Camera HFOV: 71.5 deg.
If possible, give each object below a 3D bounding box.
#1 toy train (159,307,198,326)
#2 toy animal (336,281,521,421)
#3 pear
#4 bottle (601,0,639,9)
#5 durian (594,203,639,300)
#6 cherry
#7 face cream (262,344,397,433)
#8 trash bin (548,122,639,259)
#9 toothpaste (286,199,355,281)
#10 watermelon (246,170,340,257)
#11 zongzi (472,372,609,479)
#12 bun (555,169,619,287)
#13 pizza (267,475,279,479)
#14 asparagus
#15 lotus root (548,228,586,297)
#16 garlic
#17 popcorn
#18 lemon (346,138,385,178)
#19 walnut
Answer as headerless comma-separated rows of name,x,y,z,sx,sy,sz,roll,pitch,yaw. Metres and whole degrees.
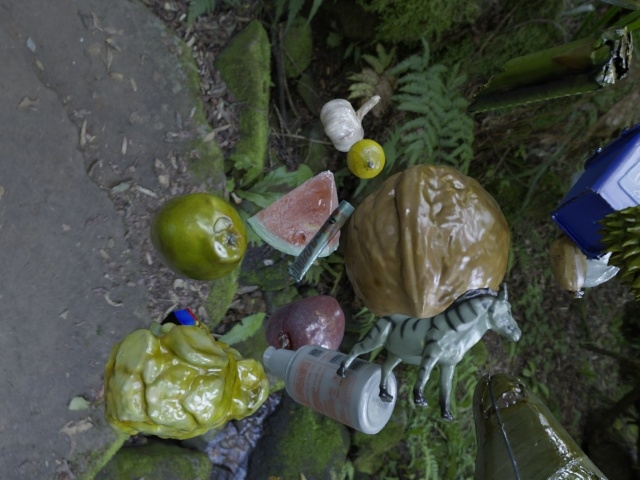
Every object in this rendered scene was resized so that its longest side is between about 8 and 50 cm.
toy train,-0.465,0.303,1.367,0.204,0.131,0.083,-45,78,8
toy animal,0.139,0.132,0.588,0.073,0.216,0.176,45,59,-38
pear,-0.347,-0.012,1.286,0.269,0.321,0.270,-21,116,-50
bottle,0.648,-0.493,0.869,0.269,0.083,0.083,23,62,12
durian,0.421,-0.002,0.471,0.177,0.200,0.236,52,27,21
cherry,-0.043,0.296,1.474,0.307,0.261,0.221,-37,118,-43
face cream,-0.004,0.226,0.735,0.101,0.251,0.101,-8,100,-48
trash bin,0.553,-0.084,0.832,0.234,0.184,0.163,-38,81,-24
toothpaste,0.000,0.000,0.988,0.036,0.056,0.205,35,95,-39
watermelon,-0.067,-0.067,1.420,0.282,0.293,0.250,31,57,11
zongzi,0.399,0.528,1.049,0.392,0.356,0.174,-31,129,4
bun,0.814,-0.032,1.316,0.354,0.194,0.355,10,90,-67
pizza,-0.065,0.564,0.953,0.041,0.178,0.131,-40,81,-23
asparagus,0.506,-0.383,1.043,0.128,0.381,0.108,38,66,-37
lotus root,0.483,0.037,0.869,0.072,0.063,0.152,16,69,-55
garlic,0.118,-0.439,1.578,0.199,0.225,0.199,49,20,-25
popcorn,-0.305,0.322,0.979,0.294,0.292,0.334,-61,159,4
lemon,0.128,-0.230,1.256,0.108,0.133,0.109,-5,117,-10
walnut,0.195,0.015,0.844,0.332,0.332,0.334,8,77,-36
